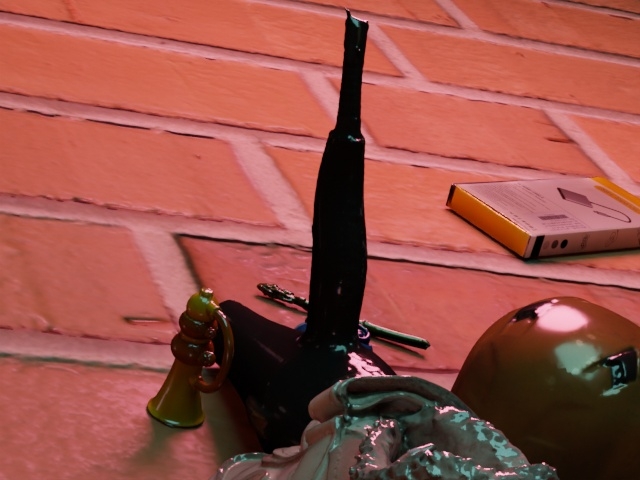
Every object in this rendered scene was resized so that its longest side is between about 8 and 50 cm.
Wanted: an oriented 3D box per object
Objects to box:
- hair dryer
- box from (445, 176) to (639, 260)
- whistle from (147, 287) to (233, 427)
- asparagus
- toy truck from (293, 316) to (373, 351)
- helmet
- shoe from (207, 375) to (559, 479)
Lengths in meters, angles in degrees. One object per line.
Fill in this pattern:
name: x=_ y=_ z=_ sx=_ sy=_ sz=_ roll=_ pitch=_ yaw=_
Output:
hair dryer: x=0.000 y=0.000 z=1.340 sx=0.120 sy=0.360 sz=0.303 roll=-2 pitch=19 yaw=-23
box: x=0.268 y=-0.028 z=2.009 sx=0.247 sy=0.033 sz=0.129 roll=-4 pitch=29 yaw=-40
whistle: x=-0.096 y=0.091 z=1.381 sx=0.046 sy=0.109 sz=0.057 roll=11 pitch=28 yaw=-13
asparagus: x=0.020 y=0.069 z=1.636 sx=0.166 sy=0.013 sz=0.016 roll=19 pitch=64 yaw=8
toy truck: x=0.007 y=0.107 z=1.491 sx=0.073 sy=0.056 sz=0.090 roll=19 pitch=34 yaw=-13
helmet: x=0.216 y=0.118 z=1.503 sx=0.198 sy=0.130 sz=0.224 roll=36 pitch=28 yaw=34
shoe: x=0.039 y=0.177 z=1.107 sx=0.171 sy=0.198 sz=0.351 roll=8 pitch=10 yaw=-30
